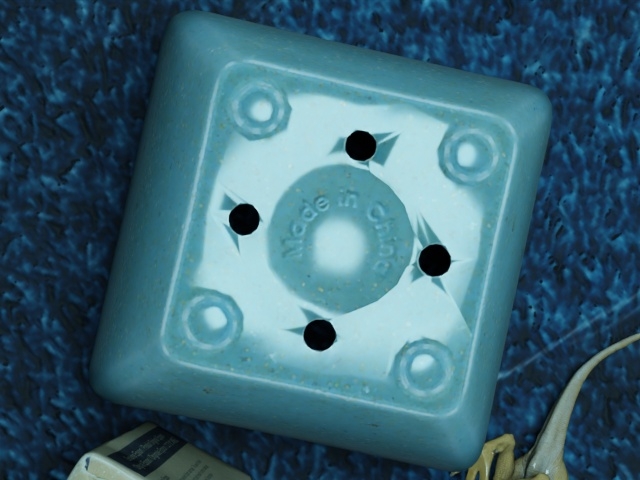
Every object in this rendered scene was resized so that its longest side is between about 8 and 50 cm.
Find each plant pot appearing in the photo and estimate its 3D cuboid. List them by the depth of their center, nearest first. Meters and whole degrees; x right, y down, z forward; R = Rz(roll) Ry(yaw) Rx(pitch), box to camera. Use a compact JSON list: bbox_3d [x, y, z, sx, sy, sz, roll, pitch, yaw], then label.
[{"bbox_3d":[0.000,0.000,0.678,0.247,0.252,0.248,12,88,-3],"label":"plant pot"}]

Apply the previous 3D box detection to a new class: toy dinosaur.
[{"bbox_3d":[0.142,0.150,0.786,0.064,0.112,0.211,12,89,38],"label":"toy dinosaur"}]

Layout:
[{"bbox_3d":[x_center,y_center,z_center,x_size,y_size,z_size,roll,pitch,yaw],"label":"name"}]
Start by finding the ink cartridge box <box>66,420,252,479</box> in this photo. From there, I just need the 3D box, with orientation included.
[{"bbox_3d":[-0.139,0.229,0.693,0.088,0.193,0.235,30,87,2],"label":"ink cartridge box"}]
